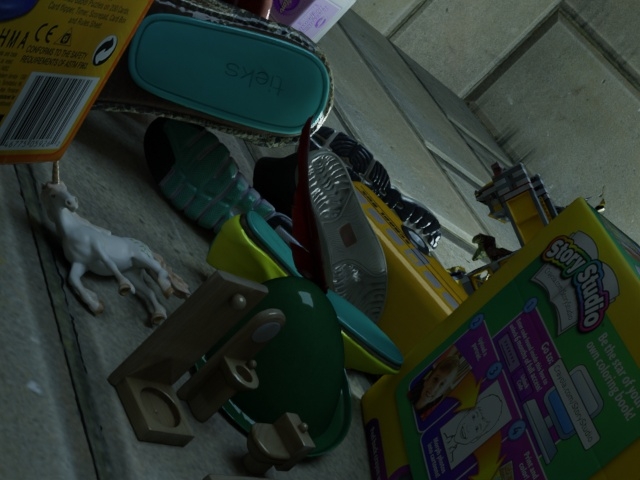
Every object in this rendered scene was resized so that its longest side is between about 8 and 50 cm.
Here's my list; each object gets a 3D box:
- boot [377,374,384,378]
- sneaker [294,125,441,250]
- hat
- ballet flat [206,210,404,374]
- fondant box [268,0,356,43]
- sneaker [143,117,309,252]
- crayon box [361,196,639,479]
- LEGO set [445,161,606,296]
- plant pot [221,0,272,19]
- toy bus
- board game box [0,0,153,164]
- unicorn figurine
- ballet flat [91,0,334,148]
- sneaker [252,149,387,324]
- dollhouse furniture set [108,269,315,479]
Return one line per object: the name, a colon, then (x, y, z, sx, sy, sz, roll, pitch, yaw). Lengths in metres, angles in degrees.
boot: (0.053, 0.137, 1.127, 0.106, 0.037, 0.114, 46, 14, 30)
sneaker: (0.057, -0.064, 1.539, 0.275, 0.107, 0.110, 42, -3, -27)
hat: (0.002, 0.055, 0.882, 0.208, 0.183, 0.173, 38, 34, -16)
ballet flat: (-0.020, 0.068, 1.041, 0.231, 0.077, 0.077, 43, 14, -13)
fondant box: (-0.144, -0.373, 1.483, 0.330, 0.238, 0.096, 51, 17, 18)
sneaker: (-0.106, -0.038, 1.131, 0.223, 0.083, 0.098, 47, -8, 2)
crayon box: (0.192, 0.167, 0.909, 0.106, 0.313, 0.363, 39, 18, -21)
LEGO set: (0.280, 0.005, 1.595, 0.331, 0.255, 0.192, 7, 58, -53)
plant pot: (-0.219, -0.337, 1.229, 0.272, 0.272, 0.265, 35, 13, -32)
toy bus: (0.110, 0.082, 1.260, 0.332, 0.108, 0.130, 49, 17, 12)
board game box: (-0.297, -0.285, 0.631, 0.356, 0.356, 0.356, 38, 15, 11)
unicorn figurine: (-0.177, 0.010, 0.861, 0.111, 0.060, 0.162, 55, 3, 30)
ballet flat: (-0.218, -0.203, 1.036, 0.483, 0.164, 0.182, 15, 4, -29)
sneaker: (0.000, 0.000, 1.197, 0.118, 0.083, 0.222, 8, -62, 55)
dollhouse furniture set: (-0.040, 0.130, 0.771, 0.144, 0.123, 0.151, 23, 28, -52)
